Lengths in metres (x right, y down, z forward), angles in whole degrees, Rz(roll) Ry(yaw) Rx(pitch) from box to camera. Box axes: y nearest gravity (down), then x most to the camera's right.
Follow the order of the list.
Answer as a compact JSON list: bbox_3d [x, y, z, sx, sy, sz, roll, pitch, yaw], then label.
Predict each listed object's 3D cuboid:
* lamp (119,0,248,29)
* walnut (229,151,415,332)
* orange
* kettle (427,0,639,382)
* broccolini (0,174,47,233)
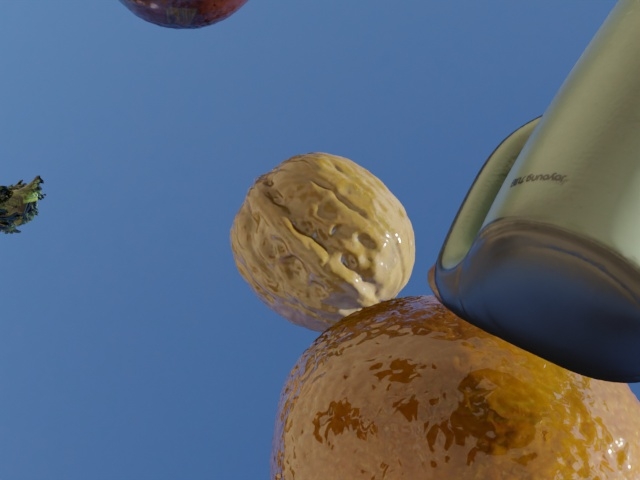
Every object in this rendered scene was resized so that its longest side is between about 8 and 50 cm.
[{"bbox_3d":[-0.116,-0.256,1.008,0.157,0.156,0.135,-57,-171,7],"label":"lamp"},{"bbox_3d":[0.000,0.000,1.384,0.213,0.213,0.213,-23,-131,29],"label":"walnut"},{"bbox_3d":[0.115,0.200,1.051,0.322,0.322,0.357,-49,-151,3],"label":"orange"},{"bbox_3d":[0.197,-0.038,0.809,0.240,0.165,0.255,0,-133,51],"label":"kettle"},{"bbox_3d":[-0.359,-0.016,0.949,0.123,0.272,0.062,-32,-110,60],"label":"broccolini"}]
